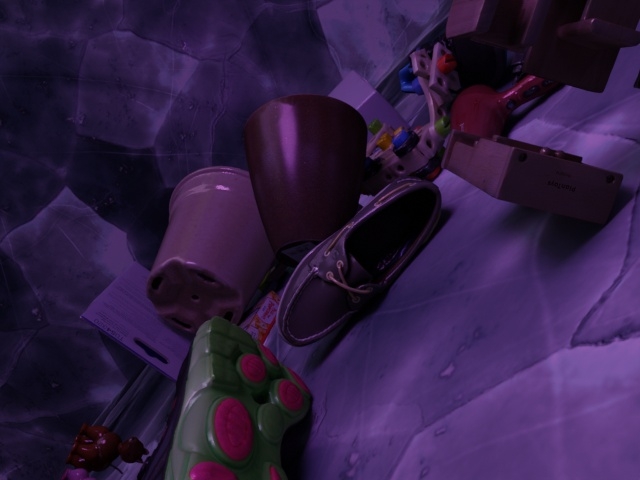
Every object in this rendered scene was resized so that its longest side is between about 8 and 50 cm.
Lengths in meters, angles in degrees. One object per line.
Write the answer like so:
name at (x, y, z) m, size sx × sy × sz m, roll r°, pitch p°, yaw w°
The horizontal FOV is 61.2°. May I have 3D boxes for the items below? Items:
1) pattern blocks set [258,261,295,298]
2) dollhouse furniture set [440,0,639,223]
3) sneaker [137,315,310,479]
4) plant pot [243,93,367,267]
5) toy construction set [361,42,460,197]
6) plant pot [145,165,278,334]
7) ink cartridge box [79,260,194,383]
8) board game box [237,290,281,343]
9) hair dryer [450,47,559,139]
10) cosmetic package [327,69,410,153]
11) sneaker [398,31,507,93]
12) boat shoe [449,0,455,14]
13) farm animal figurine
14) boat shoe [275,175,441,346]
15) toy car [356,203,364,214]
pattern blocks set at (-0.083, 0.032, 1.506) m, size 0.285 × 0.026 × 0.325 m, roll -48°, pitch 11°, yaw 12°
dollhouse furniture set at (0.212, -0.158, 0.483) m, size 0.161 × 0.211 × 0.242 m, roll -99°, pitch 22°, yaw -74°
sneaker at (-0.129, 0.241, 0.585) m, size 0.202 × 0.185 × 0.483 m, roll -44°, pitch 11°, yaw 12°
plant pot at (-0.022, -0.079, 0.888) m, size 0.215 × 0.215 × 0.231 m, roll -38°, pitch 46°, yaw 49°
toy construction set at (0.157, -0.191, 1.004) m, size 0.215 × 0.151 × 0.328 m, roll -58°, pitch 2°, yaw -35°
plant pot at (-0.253, 0.043, 1.292) m, size 0.334 × 0.333 × 0.306 m, roll -43°, pitch 20°, yaw 33°
ink cartridge box at (-0.374, 0.219, 1.268) m, size 0.071 × 0.324 × 0.330 m, roll -48°, pitch 10°, yaw 16°
board game box at (-0.165, 0.215, 1.176) m, size 0.146 × 0.045 × 0.194 m, roll -40°, pitch 15°, yaw 44°
hair dryer at (0.270, -0.214, 0.757) m, size 0.294 × 0.080 × 0.223 m, roll -53°, pitch 12°, yaw -10°
cosmetic package at (0.029, -0.249, 1.459) m, size 0.385 × 0.156 × 0.217 m, roll -42°, pitch 32°, yaw 14°
sneaker at (0.247, -0.334, 1.034) m, size 0.139 × 0.125 × 0.341 m, roll -10°, pitch 2°, yaw -4°
boat shoe at (0.463, -0.676, 1.405) m, size 0.341 × 0.121 × 0.110 m, roll -51°, pitch 10°, yaw -10°
farm animal figurine at (-0.339, 0.460, 0.801) m, size 0.327 × 0.172 × 0.330 m, roll -61°, pitch 17°, yaw 12°
boat shoe at (0.051, 0.030, 0.755) m, size 0.305 × 0.109 × 0.091 m, roll -47°, pitch 6°, yaw -3°
toy car at (0.000, 0.000, 1.036) m, size 0.182 × 0.159 × 0.136 m, roll -65°, pitch -17°, yaw -51°
